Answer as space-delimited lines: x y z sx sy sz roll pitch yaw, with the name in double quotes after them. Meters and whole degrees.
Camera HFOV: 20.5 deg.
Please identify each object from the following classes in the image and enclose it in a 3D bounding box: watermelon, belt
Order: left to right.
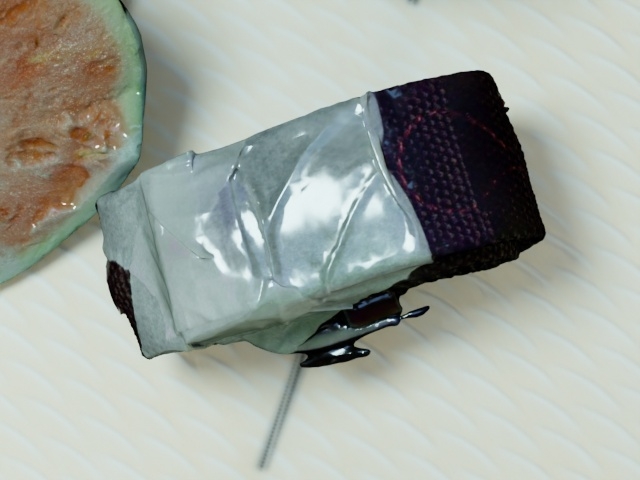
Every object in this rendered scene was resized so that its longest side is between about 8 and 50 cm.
-0.236 -0.104 1.181 0.224 0.305 0.180 20 53 23 "watermelon"
0.000 0.000 1.168 0.289 0.184 0.164 -16 85 8 "belt"
